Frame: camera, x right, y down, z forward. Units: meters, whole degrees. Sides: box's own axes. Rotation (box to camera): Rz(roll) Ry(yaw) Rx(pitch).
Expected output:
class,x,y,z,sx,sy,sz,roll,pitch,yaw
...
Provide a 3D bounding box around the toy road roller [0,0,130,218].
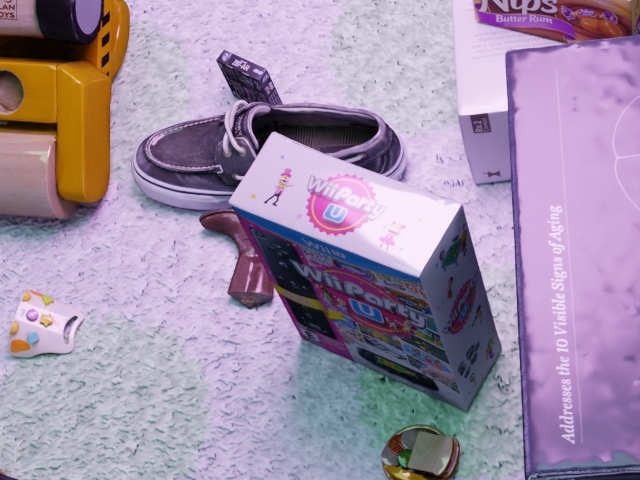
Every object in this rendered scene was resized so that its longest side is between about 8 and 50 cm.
class,x,y,z,sx,sy,sz,roll,pitch,yaw
toy road roller,-0.338,-0.201,2.134,0.203,0.240,0.329,5,99,17

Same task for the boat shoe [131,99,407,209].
class,x,y,z,sx,sy,sz,roll,pitch,yaw
boat shoe,-0.069,-0.117,2.029,0.335,0.119,0.121,-4,60,12

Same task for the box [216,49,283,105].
class,x,y,z,sx,sy,sz,roll,pitch,yaw
box,-0.085,-0.190,2.097,0.067,0.083,0.018,26,71,27

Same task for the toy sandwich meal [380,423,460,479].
class,x,y,z,sx,sy,sz,roll,pitch,yaw
toy sandwich meal,0.104,0.228,1.836,0.086,0.029,0.085,-7,59,11

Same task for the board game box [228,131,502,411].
class,x,y,z,sx,sy,sz,roll,pitch,yaw
board game box,0.054,0.037,1.798,0.224,0.303,0.097,22,67,25

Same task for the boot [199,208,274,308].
class,x,y,z,sx,sy,sz,roll,pitch,yaw
boot,-0.099,0.022,2.009,0.106,0.037,0.114,1,65,18

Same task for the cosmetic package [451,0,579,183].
class,x,y,z,sx,sy,sz,roll,pitch,yaw
cosmetic package,0.234,-0.184,1.969,0.151,0.151,0.183,-7,60,10

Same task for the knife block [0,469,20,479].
class,x,y,z,sx,sy,sz,roll,pitch,yaw
knife block,-0.397,0.265,1.913,0.242,0.088,0.275,-20,57,2

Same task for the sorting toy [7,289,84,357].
class,x,y,z,sx,sy,sz,roll,pitch,yaw
sorting toy,-0.317,0.098,2.023,0.075,0.045,0.083,15,64,1

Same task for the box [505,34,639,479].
class,x,y,z,sx,sy,sz,roll,pitch,yaw
box,0.435,0.052,1.693,0.472,0.297,0.480,-4,59,10

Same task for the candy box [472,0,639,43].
class,x,y,z,sx,sy,sz,roll,pitch,yaw
candy box,0.253,-0.265,1.858,0.187,0.109,0.053,16,65,19
